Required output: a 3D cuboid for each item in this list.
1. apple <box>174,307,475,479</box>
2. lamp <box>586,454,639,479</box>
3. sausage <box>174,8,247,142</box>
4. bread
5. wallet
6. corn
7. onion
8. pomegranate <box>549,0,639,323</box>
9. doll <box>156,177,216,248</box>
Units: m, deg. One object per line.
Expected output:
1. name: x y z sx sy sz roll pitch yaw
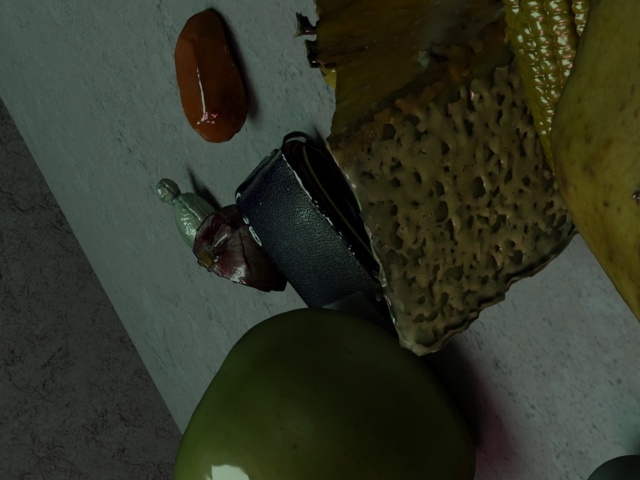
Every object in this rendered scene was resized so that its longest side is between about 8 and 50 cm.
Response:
1. apple: 0.002 0.265 1.197 0.357 0.357 0.357 47 153 32
2. lamp: 0.288 0.248 0.892 0.105 0.105 0.105 47 153 32
3. sausage: -0.150 -0.220 1.325 0.089 0.089 0.179 11 116 62
4. bread: 0.042 -0.089 0.839 0.315 0.279 0.248 11 134 48
5. wallet: 0.000 0.000 1.294 0.262 0.071 0.221 58 153 1
6. corn: 0.181 -0.138 0.686 0.097 0.097 0.262 28 141 54
7. onion: -0.105 0.001 1.470 0.206 0.151 0.098 29 108 47
8. pomegranate: 0.245 -0.049 0.429 0.281 0.281 0.281 47 153 32
9. doll: -0.204 -0.023 1.689 0.214 0.071 0.103 48 167 11
